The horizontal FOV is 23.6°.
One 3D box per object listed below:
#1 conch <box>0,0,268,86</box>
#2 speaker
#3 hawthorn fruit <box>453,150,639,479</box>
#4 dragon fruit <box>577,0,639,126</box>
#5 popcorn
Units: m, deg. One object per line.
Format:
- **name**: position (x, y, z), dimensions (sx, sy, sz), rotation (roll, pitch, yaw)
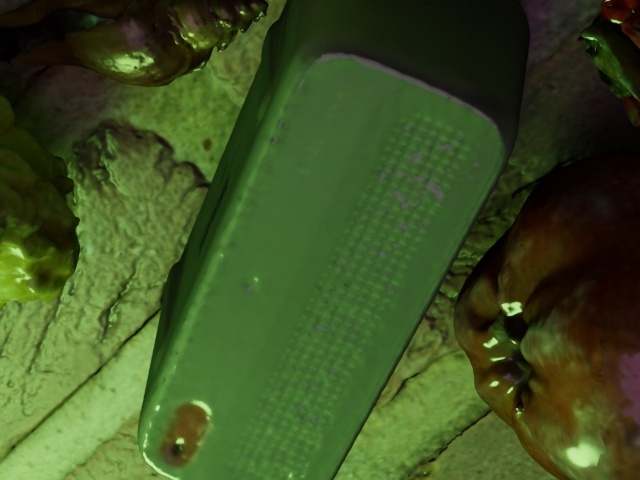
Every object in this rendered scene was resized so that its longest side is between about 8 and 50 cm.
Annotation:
- **conch**: position (-0.151, -0.153, 1.105), dimensions (0.232, 0.080, 0.086), rotation (4, 112, 5)
- **speaker**: position (0.000, 0.000, 1.117), dimensions (0.183, 0.184, 0.406), rotation (21, 120, -7)
- **hawthorn fruit**: position (0.236, 0.069, 1.082), dimensions (0.284, 0.284, 0.284), rotation (3, 120, 5)
- **dragon fruit**: position (0.317, -0.144, 0.975), dimensions (0.299, 0.244, 0.244), rotation (14, 122, -20)
- **popcorn**: position (-0.271, -0.025, 1.149), dimensions (0.197, 0.155, 0.197), rotation (3, 145, 2)
